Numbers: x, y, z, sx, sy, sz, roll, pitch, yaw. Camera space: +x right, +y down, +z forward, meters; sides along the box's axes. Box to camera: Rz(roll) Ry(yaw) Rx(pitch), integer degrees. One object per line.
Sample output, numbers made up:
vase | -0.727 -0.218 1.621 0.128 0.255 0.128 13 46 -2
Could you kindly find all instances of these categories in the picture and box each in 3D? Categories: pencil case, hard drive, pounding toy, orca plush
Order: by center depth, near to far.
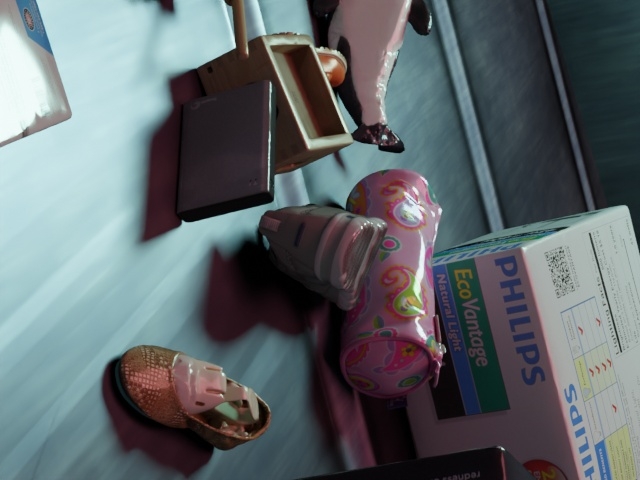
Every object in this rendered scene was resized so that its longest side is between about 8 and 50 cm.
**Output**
hard drive | -0.088 -0.086 1.571 0.022 0.094 0.135 54 29 -49
pounding toy | -0.075 -0.171 1.689 0.206 0.094 0.181 67 24 2
pencil case | 0.084 0.050 1.925 0.284 0.124 0.124 -88 156 -43
orca plush | 0.067 -0.246 2.125 0.102 0.151 0.287 125 -47 -73

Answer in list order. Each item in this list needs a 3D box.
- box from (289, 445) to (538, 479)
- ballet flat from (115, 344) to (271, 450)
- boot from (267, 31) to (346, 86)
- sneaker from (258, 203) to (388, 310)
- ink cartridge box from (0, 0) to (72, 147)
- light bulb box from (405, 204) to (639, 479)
box | 0.122 0.489 1.476 0.480 0.297 0.472 44 38 -57
ballet flat | -0.102 0.131 1.424 0.206 0.067 0.073 36 44 -62
boot | -0.016 -0.185 1.918 0.158 0.059 0.085 9 71 -61
sneaker | 0.000 0.000 1.755 0.281 0.115 0.105 68 46 -79
ink cartridge box | -0.253 -0.115 1.176 0.180 0.060 0.104 -40 115 -70
light bulb box | 0.279 0.165 2.137 0.361 0.225 0.358 -16 92 -57
